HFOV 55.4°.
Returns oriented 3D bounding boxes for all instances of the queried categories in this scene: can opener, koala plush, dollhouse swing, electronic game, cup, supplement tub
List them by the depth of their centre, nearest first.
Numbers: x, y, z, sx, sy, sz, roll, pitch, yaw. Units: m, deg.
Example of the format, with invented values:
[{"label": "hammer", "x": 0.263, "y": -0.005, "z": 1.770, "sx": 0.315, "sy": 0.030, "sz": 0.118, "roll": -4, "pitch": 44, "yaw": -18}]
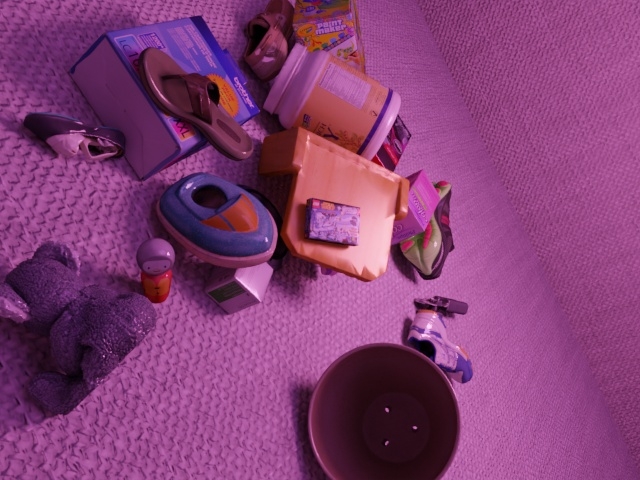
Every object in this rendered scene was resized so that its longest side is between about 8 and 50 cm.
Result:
[{"label": "koala plush", "x": -0.386, "y": 0.108, "z": 0.933, "sx": 0.221, "sy": 0.203, "sz": 0.196, "roll": 45, "pitch": 35, "yaw": -8}, {"label": "cup", "x": 0.158, "y": 0.422, "z": 1.404, "sx": 0.237, "sy": 0.330, "sz": 0.331, "roll": 56, "pitch": 22, "yaw": -65}, {"label": "electronic game", "x": -0.153, "y": -0.031, "z": 1.465, "sx": 0.229, "sy": 0.048, "sz": 0.229, "roll": 42, "pitch": 32, "yaw": -34}, {"label": "dollhouse swing", "x": 0.009, "y": -0.077, "z": 1.582, "sx": 0.346, "sy": 0.315, "sz": 0.305, "roll": 21, "pitch": 82, "yaw": -27}, {"label": "supplement tub", "x": 0.030, "y": -0.380, "z": 1.710, "sx": 0.331, "sy": 0.241, "sz": 0.241, "roll": 27, "pitch": 42, "yaw": -8}, {"label": "can opener", "x": 0.411, "y": 0.240, "z": 2.084, "sx": 0.283, "sy": 0.076, "sz": 0.095, "roll": 16, "pitch": 88, "yaw": -50}]

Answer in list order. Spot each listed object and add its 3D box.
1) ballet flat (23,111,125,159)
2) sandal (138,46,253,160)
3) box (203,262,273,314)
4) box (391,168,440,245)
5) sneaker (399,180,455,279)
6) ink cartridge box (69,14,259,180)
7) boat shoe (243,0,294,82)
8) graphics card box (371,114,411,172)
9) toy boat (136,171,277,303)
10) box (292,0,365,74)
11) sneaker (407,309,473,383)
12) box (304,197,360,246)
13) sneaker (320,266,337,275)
[{"label": "ballet flat", "x": -0.448, "y": -0.187, "z": 1.137, "sx": 0.203, "sy": 0.074, "sz": 0.074, "roll": 3, "pitch": 66, "yaw": -57}, {"label": "sandal", "x": -0.232, "y": -0.280, "z": 1.216, "sx": 0.302, "sy": 0.086, "sz": 0.120, "roll": 37, "pitch": 42, "yaw": -37}, {"label": "box", "x": -0.175, "y": 0.085, "z": 1.306, "sx": 0.087, "sy": 0.101, "sz": 0.102, "roll": 46, "pitch": 38, "yaw": -27}, {"label": "box", "x": 0.233, "y": -0.089, "z": 1.900, "sx": 0.117, "sy": 0.213, "sz": 0.243, "roll": 56, "pitch": 34, "yaw": -14}, {"label": "sneaker", "x": 0.379, "y": -0.046, "z": 2.156, "sx": 0.202, "sy": 0.185, "sz": 0.483, "roll": 66, "pitch": 31, "yaw": -32}, {"label": "ink cartridge box", "x": -0.313, "y": -0.337, "z": 1.361, "sx": 0.270, "sy": 0.151, "sz": 0.395, "roll": 58, "pitch": 31, "yaw": -10}, {"label": "boat shoe", "x": -0.153, "y": -0.623, "z": 1.801, "sx": 0.110, "sy": 0.121, "sz": 0.341, "roll": 37, "pitch": 43, "yaw": -37}, {"label": "graphics card box", "x": 0.195, "y": -0.374, "z": 2.154, "sx": 0.233, "sy": 0.094, "sz": 0.371, "roll": 54, "pitch": 33, "yaw": -16}, {"label": "toy boat", "x": -0.234, "y": -0.015, "z": 1.193, "sx": 0.267, "sy": 0.148, "sz": 0.318, "roll": 29, "pitch": 48, "yaw": 14}, {"label": "box", "x": 0.035, "y": -0.630, "z": 1.905, "sx": 0.290, "sy": 0.176, "sz": 0.279, "roll": -87, "pitch": 167, "yaw": -45}, {"label": "sneaker", "x": 0.366, "y": 0.360, "z": 1.910, "sx": 0.296, "sy": 0.111, "sz": 0.131, "roll": 52, "pitch": 52, "yaw": -17}, {"label": "box", "x": 0.029, "y": -0.042, "z": 1.419, "sx": 0.137, "sy": 0.027, "sz": 0.094, "roll": 10, "pitch": 78, "yaw": -29}, {"label": "sneaker", "x": 0.000, "y": 0.000, "z": 1.628, "sx": 0.095, "sy": 0.105, "sz": 0.236, "roll": 5, "pitch": 44, "yaw": -42}]
